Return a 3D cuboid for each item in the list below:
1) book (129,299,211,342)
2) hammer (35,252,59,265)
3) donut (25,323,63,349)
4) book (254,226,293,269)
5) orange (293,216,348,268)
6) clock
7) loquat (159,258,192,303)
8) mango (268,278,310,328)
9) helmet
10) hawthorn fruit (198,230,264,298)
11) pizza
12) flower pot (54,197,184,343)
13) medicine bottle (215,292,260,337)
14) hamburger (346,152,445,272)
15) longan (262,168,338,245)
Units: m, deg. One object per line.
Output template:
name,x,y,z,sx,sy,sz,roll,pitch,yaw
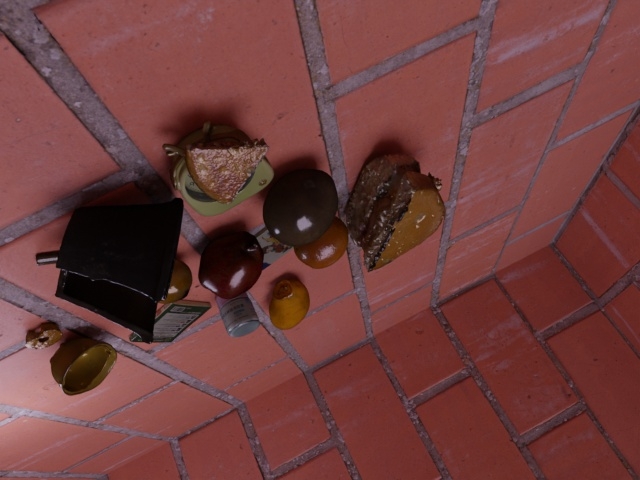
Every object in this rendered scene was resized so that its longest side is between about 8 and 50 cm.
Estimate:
book,-0.578,0.315,1.950,0.264,0.027,0.202,-40,152,20
hammer,-0.597,0.033,1.428,0.365,0.044,0.111,-7,148,-33
donut,-0.887,0.306,1.618,0.108,0.043,0.097,-27,153,-6
book,-0.212,0.043,1.833,0.322,0.018,0.228,-36,152,15
orange,0.000,0.000,1.763,0.206,0.206,0.206,-22,153,-12
clock,-0.267,-0.194,1.272,0.235,0.096,0.308,-29,154,3
loquat,-0.480,0.129,1.594,0.163,0.137,0.163,-14,168,-3
mango,-0.133,0.276,2.184,0.186,0.144,0.359,-19,150,-24
helmet,-0.843,0.414,1.749,0.205,0.140,0.257,-58,167,-12
hawthorn fruit,-0.269,0.069,1.612,0.248,0.208,0.208,-36,154,33
pizza,-0.210,-0.180,1.183,0.193,0.053,0.201,-24,140,-7
flower pot,-0.501,0.045,1.264,0.251,0.380,0.379,12,139,-17
medicine bottle,-0.324,0.275,1.966,0.135,0.169,0.135,-22,152,-12
hamburger,0.272,-0.115,1.736,0.286,0.268,0.446,-11,145,-27
longan,-0.056,-0.102,1.505,0.248,0.248,0.248,-22,153,-12
